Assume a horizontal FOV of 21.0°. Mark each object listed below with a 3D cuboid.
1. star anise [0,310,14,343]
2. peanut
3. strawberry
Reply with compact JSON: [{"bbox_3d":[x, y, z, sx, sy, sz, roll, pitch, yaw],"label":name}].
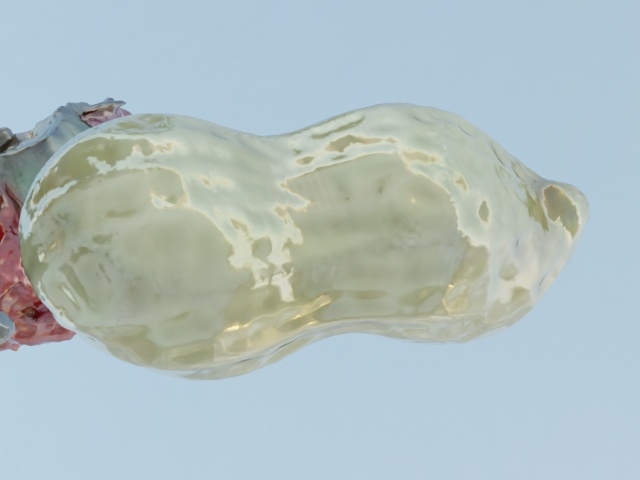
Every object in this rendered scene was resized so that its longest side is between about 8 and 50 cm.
[{"bbox_3d":[-0.261,0.037,0.605,0.315,0.315,0.108,0,-82,17],"label":"star anise"},{"bbox_3d":[0.000,0.000,0.518,0.187,0.082,0.082,-7,-75,-25],"label":"peanut"},{"bbox_3d":[-0.178,0.015,0.992,0.111,0.190,0.236,59,-26,3],"label":"strawberry"}]
